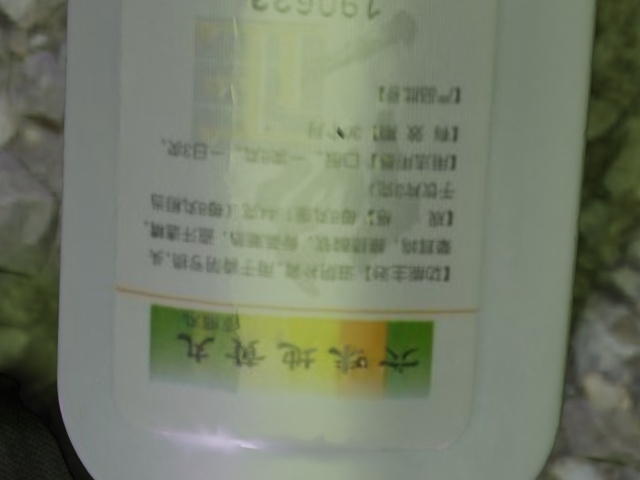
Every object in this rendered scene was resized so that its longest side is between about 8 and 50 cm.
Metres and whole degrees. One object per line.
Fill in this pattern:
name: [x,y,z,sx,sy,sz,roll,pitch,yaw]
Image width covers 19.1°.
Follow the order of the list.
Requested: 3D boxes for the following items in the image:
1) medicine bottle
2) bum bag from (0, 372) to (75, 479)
medicine bottle: [0.000,0.000,0.673,0.179,0.124,0.324,3,101,1]
bum bag: [-0.225,0.122,0.742,0.326,0.080,0.142,-3,109,1]
